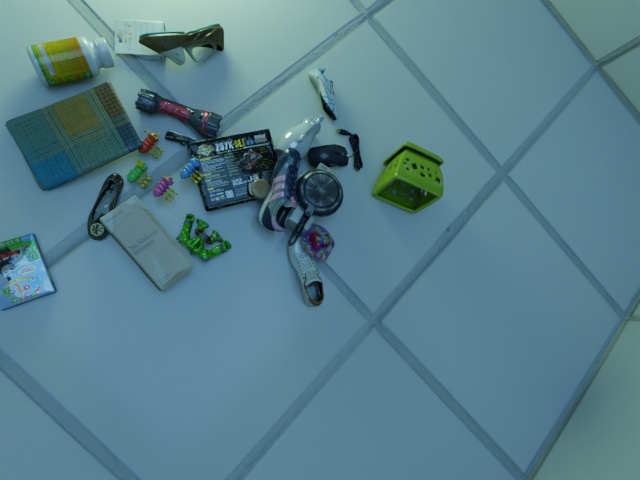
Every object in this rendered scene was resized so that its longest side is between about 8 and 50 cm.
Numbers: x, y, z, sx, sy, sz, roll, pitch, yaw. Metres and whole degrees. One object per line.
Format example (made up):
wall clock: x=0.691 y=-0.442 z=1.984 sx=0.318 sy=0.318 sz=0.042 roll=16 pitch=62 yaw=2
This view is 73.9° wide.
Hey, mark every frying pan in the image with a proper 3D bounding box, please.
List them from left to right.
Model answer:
frying pan: x=-0.048 y=-0.151 z=1.626 sx=0.326 sy=0.053 sz=0.197 roll=-39 pitch=91 yaw=-21

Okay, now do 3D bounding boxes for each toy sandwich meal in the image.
toy sandwich meal: x=-0.231 y=-0.193 z=1.615 sx=0.086 sy=0.029 sz=0.085 roll=3 pitch=83 yaw=-23

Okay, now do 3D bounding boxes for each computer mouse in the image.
computer mouse: x=0.069 y=-0.394 z=1.794 sx=0.262 sy=0.060 sz=0.183 roll=-1 pitch=80 yaw=-26

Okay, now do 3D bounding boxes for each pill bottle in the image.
pill bottle: x=-0.872 y=-0.638 z=1.502 sx=0.246 sy=0.136 sz=0.136 roll=-23 pitch=89 yaw=-20

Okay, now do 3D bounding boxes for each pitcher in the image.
pitcher: x=-0.077 y=-0.412 z=1.701 sx=0.125 sy=0.178 sz=0.207 roll=43 pitch=70 yaw=-13

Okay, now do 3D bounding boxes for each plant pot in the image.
plant pot: x=0.380 y=-0.273 z=1.808 sx=0.227 sy=0.228 sz=0.206 roll=21 pitch=68 yaw=-14

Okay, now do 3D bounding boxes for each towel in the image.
towel: x=-0.848 y=-0.364 z=1.482 sx=0.371 sy=0.040 sz=0.271 roll=-27 pitch=90 yaw=-9

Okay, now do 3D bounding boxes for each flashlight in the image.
flashlight: x=-0.533 y=-0.477 z=1.606 sx=0.305 sy=0.103 sz=0.103 roll=16 pitch=79 yaw=-16

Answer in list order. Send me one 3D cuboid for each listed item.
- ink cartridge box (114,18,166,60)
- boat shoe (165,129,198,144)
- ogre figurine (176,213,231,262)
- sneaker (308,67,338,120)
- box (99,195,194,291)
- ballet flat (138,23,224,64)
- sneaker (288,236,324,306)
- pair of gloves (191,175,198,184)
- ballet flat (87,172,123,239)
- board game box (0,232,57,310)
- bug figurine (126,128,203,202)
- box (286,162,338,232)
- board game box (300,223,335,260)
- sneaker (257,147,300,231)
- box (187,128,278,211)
ink cartridge box: x=-0.692 y=-0.770 z=1.640 sx=0.180 sy=0.045 sz=0.145 roll=-2 pitch=82 yaw=-9
boat shoe: x=-0.527 y=-0.383 z=1.621 sx=0.125 sy=0.046 sz=0.038 roll=19 pitch=76 yaw=-11
ogre figurine: x=-0.440 y=-0.004 z=1.563 sx=0.197 sy=0.097 sz=0.118 roll=48 pitch=59 yaw=-17
sneaker: x=0.030 y=-0.629 z=1.818 sx=0.086 sy=0.085 sz=0.237 roll=-24 pitch=89 yaw=-5
box: x=-0.597 y=0.014 z=1.471 sx=0.148 sy=0.121 sz=0.311 roll=-43 pitch=104 yaw=-21
ballet flat: x=-0.514 y=-0.748 z=1.639 sx=0.343 sy=0.116 sz=0.123 roll=-30 pitch=117 yaw=-36
sneaker: x=-0.043 y=0.114 z=1.657 sx=0.106 sy=0.123 sz=0.289 roll=-18 pitch=86 yaw=-18
pair of gloves: x=-0.449 y=-0.248 z=1.643 sx=0.074 sy=0.010 sz=0.083 roll=34 pitch=72 yaw=-10
ballet flat: x=-0.756 y=-0.123 z=1.497 sx=0.084 sy=0.058 sz=0.249 roll=18 pitch=76 yaw=-14
board game box: x=-0.991 y=0.100 z=1.396 sx=0.160 sy=0.039 sz=0.211 roll=-22 pitch=89 yaw=-20
bug figurine: x=-0.574 y=-0.267 z=1.532 sx=0.279 sy=0.072 sz=0.216 roll=31 pitch=80 yaw=9
box: x=-0.039 y=-0.167 z=1.710 sx=0.094 sy=0.113 sz=0.274 roll=32 pitch=72 yaw=-10
board game box: x=0.000 y=0.000 z=1.698 sx=0.133 sy=0.033 sz=0.168 roll=40 pitch=46 yaw=-10
sneaker: x=-0.122 y=-0.182 z=1.588 sx=0.112 sy=0.131 sz=0.318 roll=6 pitch=107 yaw=-53
box: x=-0.318 y=-0.275 z=1.647 sx=0.323 sy=0.079 sz=0.256 roll=-17 pitch=88 yaw=-21
